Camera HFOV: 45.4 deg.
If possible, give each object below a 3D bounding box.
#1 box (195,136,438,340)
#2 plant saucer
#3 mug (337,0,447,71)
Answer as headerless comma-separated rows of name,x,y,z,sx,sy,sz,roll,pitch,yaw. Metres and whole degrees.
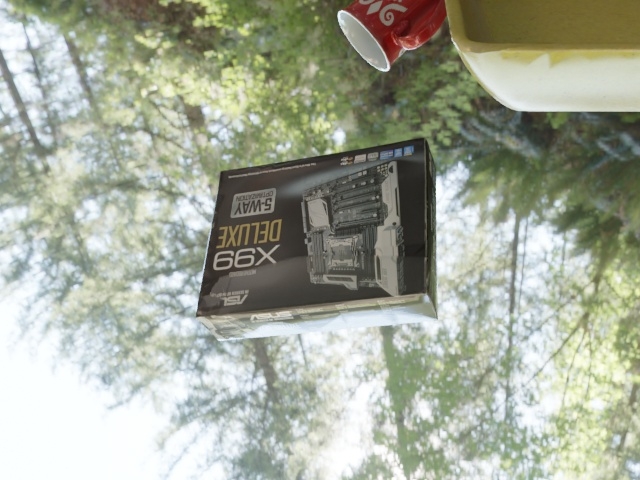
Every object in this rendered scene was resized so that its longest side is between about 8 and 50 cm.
box,0.000,0.000,1.025,0.308,0.076,0.242,-7,-125,18
plant saucer,0.261,-0.197,0.630,0.333,0.081,0.332,1,-140,4
mug,0.137,-0.340,1.142,0.169,0.113,0.150,-42,-114,-5
